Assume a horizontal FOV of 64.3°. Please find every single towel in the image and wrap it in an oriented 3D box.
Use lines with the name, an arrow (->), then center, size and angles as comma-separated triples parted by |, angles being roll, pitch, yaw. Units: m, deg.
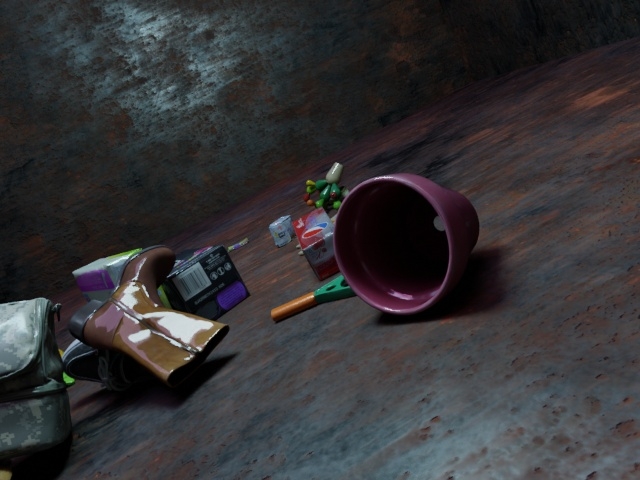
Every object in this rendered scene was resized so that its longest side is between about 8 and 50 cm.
towel -> -0.299, 0.015, 1.856 | 0.083, 0.009, 0.060 | -27, 15, -2

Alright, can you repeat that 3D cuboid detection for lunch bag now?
lunch bag -> -0.114, -0.027, 1.545 | 0.053, 0.071, 0.083 | -8, 21, 42
lunch bag -> -0.585, 0.234, 0.834 | 0.305, 0.255, 0.212 | -6, -13, -21

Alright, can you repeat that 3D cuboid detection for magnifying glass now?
magnifying glass -> 0.014, 0.099, 0.958 | 0.231, 0.026, 0.092 | -22, 15, 9

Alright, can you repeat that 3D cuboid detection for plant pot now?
plant pot -> 0.150, -0.007, 0.782 | 0.201, 0.201, 0.180 | -15, 2, 41

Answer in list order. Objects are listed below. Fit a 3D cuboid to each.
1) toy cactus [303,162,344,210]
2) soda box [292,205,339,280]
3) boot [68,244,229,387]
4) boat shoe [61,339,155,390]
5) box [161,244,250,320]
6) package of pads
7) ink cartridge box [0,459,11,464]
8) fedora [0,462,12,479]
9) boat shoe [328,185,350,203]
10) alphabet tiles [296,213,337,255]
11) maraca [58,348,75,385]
toy cactus -> 0.016, -0.173, 1.677 | 0.180, 0.112, 0.219 | -65, 24, 6
soda box -> 0.000, 0.000, 1.184 | 0.092, 0.083, 0.263 | -29, 16, 1
boot -> -0.291, 0.123, 0.961 | 0.281, 0.096, 0.264 | 12, 37, 29
boat shoe -> -0.385, 0.239, 0.996 | 0.307, 0.113, 0.105 | -8, 24, 10
box -> -0.325, 0.114, 1.263 | 0.165, 0.143, 0.270 | -35, 15, -32
package of pads -> -0.462, 0.150, 1.207 | 0.101, 0.229, 0.297 | -31, 13, -37
ink cartridge box -> -0.784, 0.478, 0.935 | 0.330, 0.071, 0.324 | -11, 21, 44
fedora -> -0.529, 0.402, 0.719 | 0.194, 0.079, 0.194 | -17, 12, 4
boat shoe -> 0.056, -0.150, 1.756 | 0.056, 0.048, 0.153 | -58, 19, -22
alphabet tiles -> 0.096, -0.057, 1.396 | 0.285, 0.011, 0.342 | -13, 19, 43
maraca -> -0.671, 0.322, 1.249 | 0.186, 0.099, 0.127 | 19, 38, 36
